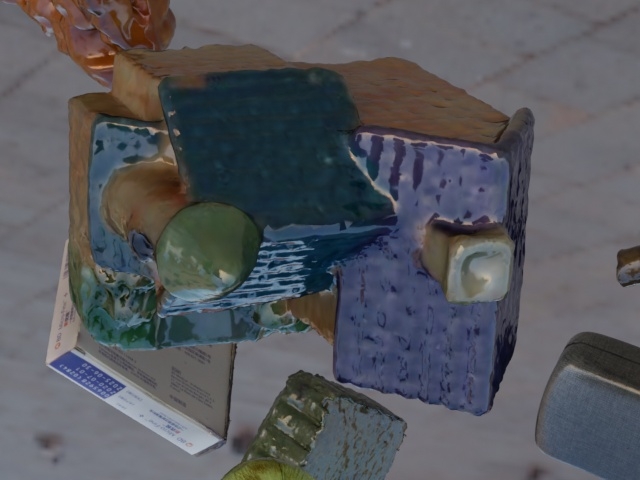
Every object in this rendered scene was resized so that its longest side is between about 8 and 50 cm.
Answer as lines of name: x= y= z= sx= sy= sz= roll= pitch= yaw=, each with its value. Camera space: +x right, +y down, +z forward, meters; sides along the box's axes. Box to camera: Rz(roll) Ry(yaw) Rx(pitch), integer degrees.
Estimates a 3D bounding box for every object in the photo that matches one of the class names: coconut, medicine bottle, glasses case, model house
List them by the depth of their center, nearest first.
model house: x=0.000 y=0.000 z=1.319 sx=0.312 sy=0.245 sz=0.280 roll=-5 pitch=-157 yaw=-27
coconut: x=-0.040 y=0.198 z=1.333 sx=0.088 sy=0.088 sz=0.096 roll=14 pitch=175 yaw=-16
glasses case: x=0.364 y=0.197 z=1.756 sx=0.323 sy=0.074 sz=0.131 roll=22 pitch=125 yaw=14
medicine bottle: x=-0.169 y=0.095 z=1.828 sx=0.052 sy=0.171 sz=0.201 roll=-32 pitch=129 yaw=32

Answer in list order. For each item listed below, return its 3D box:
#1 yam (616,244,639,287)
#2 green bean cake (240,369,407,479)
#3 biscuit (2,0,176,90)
yam: x=0.405 y=-0.010 z=1.613 sx=0.327 sy=0.045 sz=0.045 roll=-15 pitch=109 yaw=35
green bean cake: x=-0.005 y=0.254 z=2.177 sx=0.094 sy=0.181 sz=0.173 roll=29 pitch=-177 yaw=39
biscuit: x=-0.252 y=-0.305 z=1.586 sx=0.312 sy=0.110 sz=0.318 roll=41 pitch=160 yaw=44
